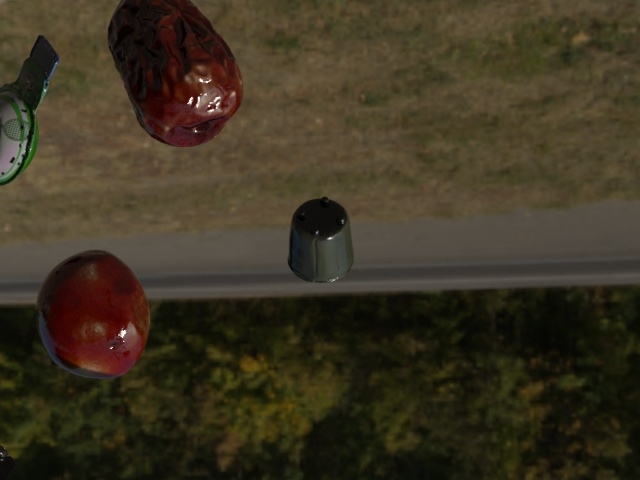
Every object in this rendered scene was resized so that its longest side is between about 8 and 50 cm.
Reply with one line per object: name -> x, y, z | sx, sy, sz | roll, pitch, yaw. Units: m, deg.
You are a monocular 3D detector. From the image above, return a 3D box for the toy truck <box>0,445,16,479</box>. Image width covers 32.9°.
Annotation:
toy truck -> -0.585, 0.295, 1.608 | 0.259, 0.088, 0.121 | 42, 134, -13

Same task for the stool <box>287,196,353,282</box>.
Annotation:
stool -> 0.000, 0.000, 1.548 | 0.096, 0.096, 0.110 | -1, 135, -2

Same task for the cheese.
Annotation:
cheese -> -0.584, -0.240, 2.075 | 0.083, 0.320, 0.204 | 7, -147, -45

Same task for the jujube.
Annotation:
jujube -> -0.199, -0.233, 1.441 | 0.155, 0.230, 0.155 | -28, 157, -13

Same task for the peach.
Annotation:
peach -> -0.418, 0.135, 2.010 | 0.200, 0.243, 0.243 | -17, -175, -37
